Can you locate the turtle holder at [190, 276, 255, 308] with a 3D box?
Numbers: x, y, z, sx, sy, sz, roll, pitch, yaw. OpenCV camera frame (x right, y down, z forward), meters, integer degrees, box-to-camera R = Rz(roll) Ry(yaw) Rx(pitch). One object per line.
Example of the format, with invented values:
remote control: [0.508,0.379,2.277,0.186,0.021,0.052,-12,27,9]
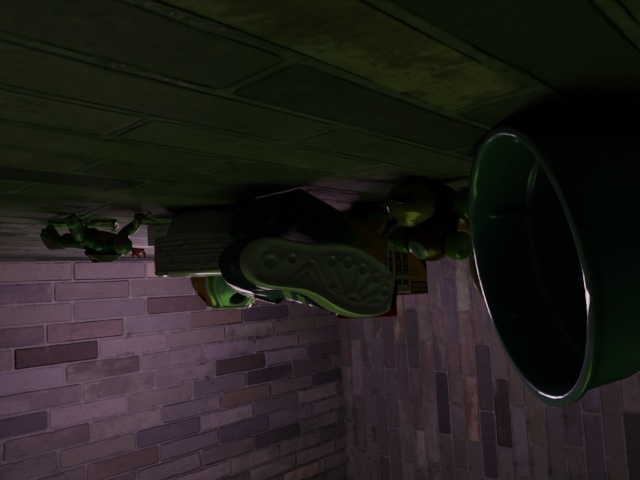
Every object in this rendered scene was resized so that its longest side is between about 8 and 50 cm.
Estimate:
turtle holder: [-0.265,0.095,1.765,0.243,0.227,0.320,1,179,33]

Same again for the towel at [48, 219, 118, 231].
towel: [-0.570,-0.032,1.352,0.152,0.023,0.113,-1,174,-19]

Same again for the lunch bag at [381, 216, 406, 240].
lunch bag: [0.226,-0.024,1.418,0.151,0.096,0.129,-27,168,16]

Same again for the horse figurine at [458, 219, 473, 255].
horse figurine: [0.343,-0.017,1.286,0.175,0.066,0.263,22,168,1]

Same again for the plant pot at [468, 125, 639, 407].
plant pot: [0.402,-0.001,0.687,0.334,0.341,0.341,-11,176,-1]

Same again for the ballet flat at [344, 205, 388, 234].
ballet flat: [0.099,-0.032,1.424,0.124,0.116,0.342,-20,174,-10]

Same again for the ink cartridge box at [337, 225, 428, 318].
ink cartridge box: [0.186,0.097,1.684,0.130,0.271,0.309,-8,171,43]

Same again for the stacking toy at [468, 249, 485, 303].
stacking toy: [0.577,-0.004,1.268,0.351,0.350,0.480,-2,157,-8]

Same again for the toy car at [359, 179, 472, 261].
toy car: [0.166,-0.048,1.012,0.188,0.148,0.155,16,175,-40]

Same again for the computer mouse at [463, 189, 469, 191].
computer mouse: [0.430,-0.047,1.110,0.272,0.072,0.188,34,166,-17]

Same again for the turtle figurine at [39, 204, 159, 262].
turtle figurine: [-0.464,-0.011,1.175,0.234,0.118,0.175,1,178,29]

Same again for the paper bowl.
paper bowl: [-0.242,0.009,1.302,0.284,0.148,0.284,-3,176,0]

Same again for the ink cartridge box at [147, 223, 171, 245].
ink cartridge box: [-0.389,-0.011,1.519,0.099,0.056,0.135,-4,176,23]

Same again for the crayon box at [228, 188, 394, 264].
crayon box: [-0.002,0.003,1.186,0.203,0.083,0.323,-8,155,45]

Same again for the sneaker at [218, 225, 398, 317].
sneaker: [-0.039,0.068,1.094,0.323,0.130,0.236,15,170,-23]

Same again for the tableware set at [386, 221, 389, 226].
tableware set: [0.145,-0.041,1.739,0.141,0.020,0.169,-1,175,-27]
